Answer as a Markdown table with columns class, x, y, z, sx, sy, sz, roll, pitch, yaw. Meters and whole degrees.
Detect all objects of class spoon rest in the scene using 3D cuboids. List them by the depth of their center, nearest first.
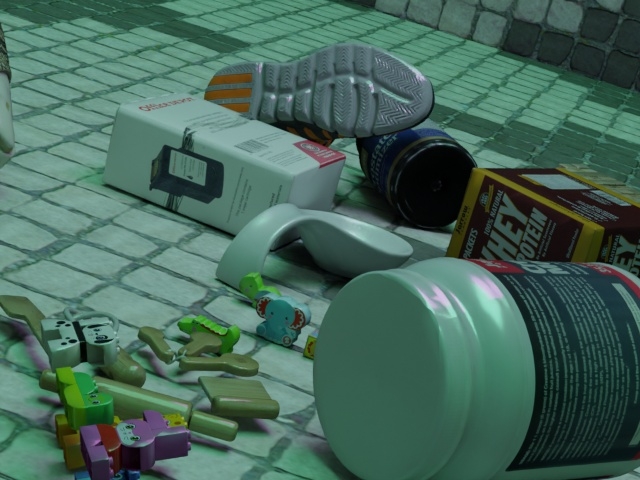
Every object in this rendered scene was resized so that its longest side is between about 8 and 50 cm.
| class | x | y | z | sx | sy | sz | roll | pitch | yaw |
| --- | --- | --- | --- | --- | --- | --- | --- | --- | --- |
| spoon rest | 0.000 | 0.000 | 1.653 | 0.137 | 0.084 | 0.276 | 26 | 20 | 30 |

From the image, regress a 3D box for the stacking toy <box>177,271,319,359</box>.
| class | x | y | z | sx | sy | sz | roll | pitch | yaw |
| --- | --- | --- | --- | --- | --- | --- | --- | --- | --- |
| stacking toy | -0.003 | 0.086 | 1.431 | 0.221 | 0.052 | 0.167 | 19 | 17 | 13 |

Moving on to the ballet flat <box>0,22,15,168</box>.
| class | x | y | z | sx | sy | sz | roll | pitch | yaw |
| --- | --- | --- | --- | --- | --- | --- | --- | --- | --- |
| ballet flat | -0.428 | -0.113 | 1.566 | 0.182 | 0.164 | 0.483 | 39 | 26 | 3 |

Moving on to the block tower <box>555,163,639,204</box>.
| class | x | y | z | sx | sy | sz | roll | pitch | yaw |
| --- | --- | --- | --- | --- | --- | --- | --- | --- | --- |
| block tower | 0.451 | -0.006 | 2.062 | 0.091 | 0.097 | 0.335 | -2 | 23 | -45 |

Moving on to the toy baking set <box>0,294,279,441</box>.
| class | x | y | z | sx | sy | sz | roll | pitch | yaw |
| --- | --- | --- | --- | --- | --- | --- | --- | --- | --- |
| toy baking set | -0.160 | 0.108 | 1.270 | 0.256 | 0.030 | 0.197 | 14 | 14 | -5 |

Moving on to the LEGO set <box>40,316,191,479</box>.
| class | x | y | z | sx | sy | sz | roll | pitch | yaw |
| --- | --- | --- | --- | --- | --- | --- | --- | --- | --- |
| LEGO set | -0.138 | 0.134 | 1.088 | 0.093 | 0.087 | 0.227 | -7 | 23 | -17 |

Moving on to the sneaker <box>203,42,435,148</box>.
| class | x | y | z | sx | sy | sz | roll | pitch | yaw |
| --- | --- | --- | --- | --- | --- | --- | --- | --- | --- |
| sneaker | 0.019 | -0.178 | 2.020 | 0.321 | 0.125 | 0.180 | 4 | -12 | 24 |

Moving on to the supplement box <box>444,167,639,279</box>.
| class | x | y | z | sx | sy | sz | roll | pitch | yaw |
| --- | --- | --- | --- | --- | --- | --- | --- | --- | --- |
| supplement box | 0.292 | 0.005 | 1.817 | 0.194 | 0.129 | 0.191 | -3 | 25 | -47 |

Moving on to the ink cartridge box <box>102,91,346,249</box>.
| class | x | y | z | sx | sy | sz | roll | pitch | yaw |
| --- | --- | --- | --- | --- | --- | --- | --- | --- | --- |
| ink cartridge box | -0.115 | -0.088 | 1.798 | 0.237 | 0.100 | 0.172 | 22 | 18 | 17 |

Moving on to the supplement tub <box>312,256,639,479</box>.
| class | x | y | z | sx | sy | sz | roll | pitch | yaw |
| --- | --- | --- | --- | --- | --- | --- | --- | --- | --- |
| supplement tub | 0.150 | 0.111 | 1.251 | 0.272 | 0.191 | 0.191 | 3 | 21 | -38 |

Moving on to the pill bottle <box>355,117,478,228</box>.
| class | x | y | z | sx | sy | sz | roll | pitch | yaw |
| --- | --- | --- | --- | --- | --- | --- | --- | --- | --- |
| pill bottle | 0.123 | -0.107 | 2.035 | 0.122 | 0.123 | 0.219 | 9 | 17 | -20 |
